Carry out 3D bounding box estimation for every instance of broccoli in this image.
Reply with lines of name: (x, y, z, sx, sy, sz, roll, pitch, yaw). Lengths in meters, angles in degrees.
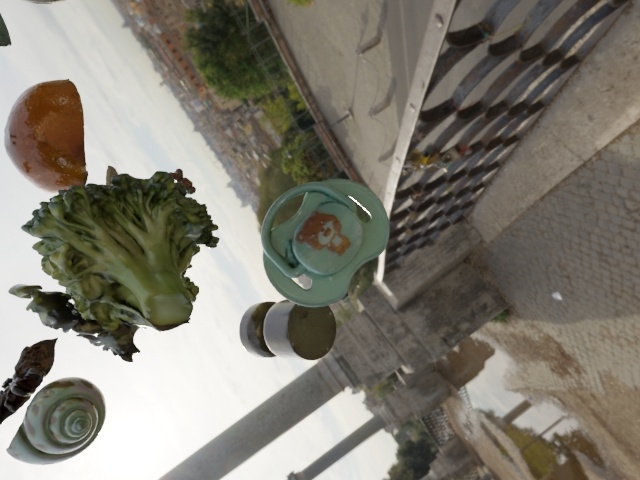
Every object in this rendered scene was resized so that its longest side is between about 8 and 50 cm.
broccoli: (-0.350, 0.042, 0.802, 0.272, 0.324, 0.334, -113, 33, -57)

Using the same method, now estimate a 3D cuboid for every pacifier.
pacifier: (0.000, 0.000, 1.147, 0.288, 0.343, 0.269, 44, 170, 2)

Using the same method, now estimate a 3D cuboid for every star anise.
star anise: (-0.842, 0.403, 1.228, 0.111, 0.257, 0.198, 42, -161, -21)

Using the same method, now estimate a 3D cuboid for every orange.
orange: (-0.770, -0.285, 1.290, 0.274, 0.274, 0.310, 49, 160, 51)

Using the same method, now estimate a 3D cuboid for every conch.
conch: (-0.705, 0.496, 1.204, 0.197, 0.249, 0.368, 39, 145, 3)

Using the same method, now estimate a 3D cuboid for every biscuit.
biscuit: (-0.500, -0.105, 1.081, 0.152, 0.020, 0.151, 174, 90, -75)

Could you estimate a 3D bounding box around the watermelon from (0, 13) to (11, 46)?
watermelon: (-0.824, -0.473, 0.874, 0.175, 0.322, 0.188, 38, 136, 51)

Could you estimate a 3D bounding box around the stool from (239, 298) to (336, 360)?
stool: (-0.102, 0.265, 1.336, 0.264, 0.179, 0.179, -16, 114, 49)

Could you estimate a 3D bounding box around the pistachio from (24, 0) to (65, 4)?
pistachio: (-0.520, -0.560, 0.878, 0.153, 0.238, 0.138, 52, 168, -15)

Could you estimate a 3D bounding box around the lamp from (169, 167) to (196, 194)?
lamp: (-0.378, -0.160, 1.227, 0.083, 0.031, 0.063, 43, -157, -9)

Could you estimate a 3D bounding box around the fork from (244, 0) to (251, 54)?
fork: (-0.136, -0.476, 0.838, 0.021, 0.039, 0.235, 10, 122, 22)
